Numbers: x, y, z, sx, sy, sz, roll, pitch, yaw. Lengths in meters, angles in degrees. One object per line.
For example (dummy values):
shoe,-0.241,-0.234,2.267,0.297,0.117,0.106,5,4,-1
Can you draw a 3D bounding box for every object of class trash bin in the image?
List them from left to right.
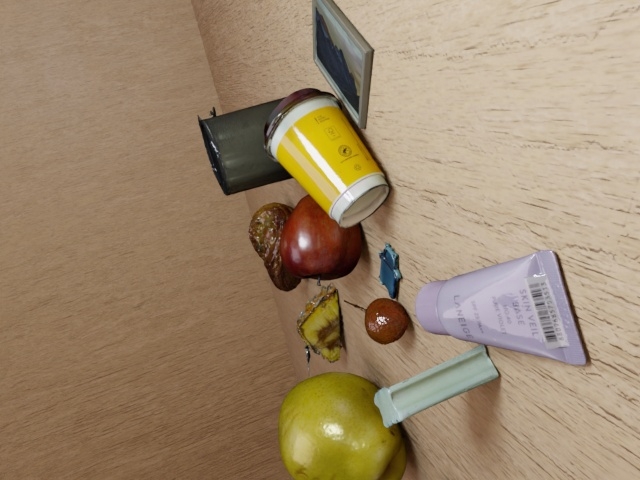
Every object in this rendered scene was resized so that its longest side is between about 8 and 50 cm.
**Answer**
trash bin,-0.125,-0.239,1.345,0.203,0.301,0.252,117,134,-70

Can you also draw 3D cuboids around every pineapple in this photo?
pineapple,-0.017,0.291,1.898,0.161,0.158,0.335,-128,23,-54

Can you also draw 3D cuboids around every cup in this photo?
cup,0.014,-0.172,1.146,0.280,0.196,0.196,54,161,19

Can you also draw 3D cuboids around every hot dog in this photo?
hot dog,-0.164,0.034,2.107,0.388,0.174,0.267,90,155,-49

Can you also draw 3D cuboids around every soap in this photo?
soap,0.199,0.253,0.943,0.115,0.198,0.063,108,140,-64

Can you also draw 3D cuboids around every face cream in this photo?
face cream,0.254,0.100,0.798,0.273,0.096,0.154,-16,89,63

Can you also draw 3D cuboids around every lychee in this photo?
lychee,0.144,0.178,1.254,0.114,0.101,0.140,58,174,-25

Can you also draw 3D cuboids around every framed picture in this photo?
framed picture,0.039,-0.383,1.128,0.192,0.018,0.266,89,158,-53

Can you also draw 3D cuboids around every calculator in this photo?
calculator,0.157,0.068,1.239,0.141,0.019,0.094,88,159,-44

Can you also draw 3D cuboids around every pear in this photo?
pear,0.058,0.577,1.596,0.418,0.362,0.363,11,122,43

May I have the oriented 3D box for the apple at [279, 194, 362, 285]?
apple,0.000,0.001,1.372,0.234,0.233,0.234,162,90,-76
